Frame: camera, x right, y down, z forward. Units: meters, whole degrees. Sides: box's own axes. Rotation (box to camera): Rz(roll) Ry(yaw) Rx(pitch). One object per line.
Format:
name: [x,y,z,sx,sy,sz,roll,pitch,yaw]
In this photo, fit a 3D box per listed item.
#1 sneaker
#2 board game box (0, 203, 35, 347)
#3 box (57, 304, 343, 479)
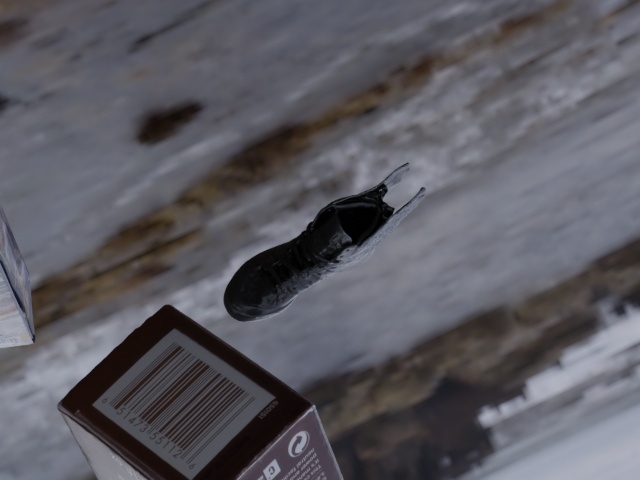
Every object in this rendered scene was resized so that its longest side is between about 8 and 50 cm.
sneaker: [0.001,0.002,1.474,0.170,0.051,0.089,-27,164,-21]
board game box: [-0.264,0.023,0.859,0.243,0.042,0.165,-7,162,-5]
box: [-0.069,0.251,1.609,0.143,0.191,0.381,-43,140,-19]
